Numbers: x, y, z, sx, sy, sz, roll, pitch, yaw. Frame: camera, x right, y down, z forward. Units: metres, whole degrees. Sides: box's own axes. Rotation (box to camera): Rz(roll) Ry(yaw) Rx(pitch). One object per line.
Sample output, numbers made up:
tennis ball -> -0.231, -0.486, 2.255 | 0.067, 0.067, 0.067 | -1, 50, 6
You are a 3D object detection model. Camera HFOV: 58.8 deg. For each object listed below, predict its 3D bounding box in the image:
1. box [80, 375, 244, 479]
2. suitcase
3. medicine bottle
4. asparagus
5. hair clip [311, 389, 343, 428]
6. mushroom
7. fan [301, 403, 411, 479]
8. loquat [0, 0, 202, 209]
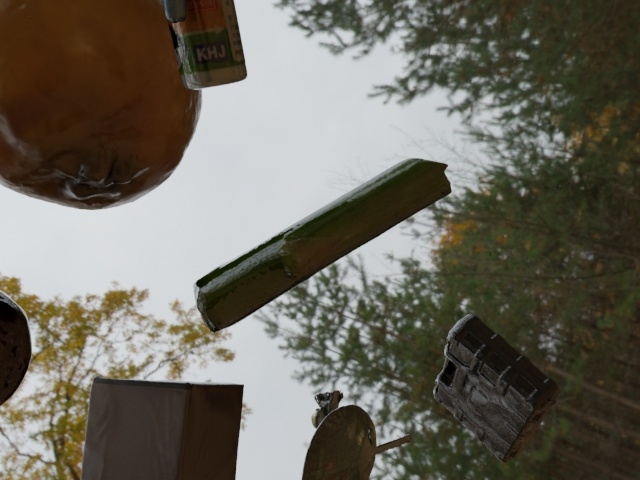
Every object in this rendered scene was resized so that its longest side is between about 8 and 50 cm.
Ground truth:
box -> -0.236, 0.333, 0.852 | 0.153, 0.189, 0.252 | 24, -115, -65
suitcase -> 0.313, 0.282, 1.058 | 0.066, 0.206, 0.285 | -34, -34, -23
medicine bottle -> -0.114, -0.240, 0.474 | 0.092, 0.062, 0.220 | -74, -24, -69
asparagus -> -0.001, -0.002, 0.562 | 0.278, 0.060, 0.067 | -31, -3, -2
hair clip -> 0.027, 0.384, 1.119 | 0.116, 0.049, 0.172 | 22, -125, -57
mushroom -> -0.437, 0.129, 0.739 | 0.148, 0.227, 0.217 | -38, -16, -13
fan -> 0.056, 0.428, 1.049 | 0.294, 0.012, 0.223 | 41, -111, -42
loquat -> -0.312, -0.199, 0.713 | 0.328, 0.329, 0.328 | -34, -48, -48
